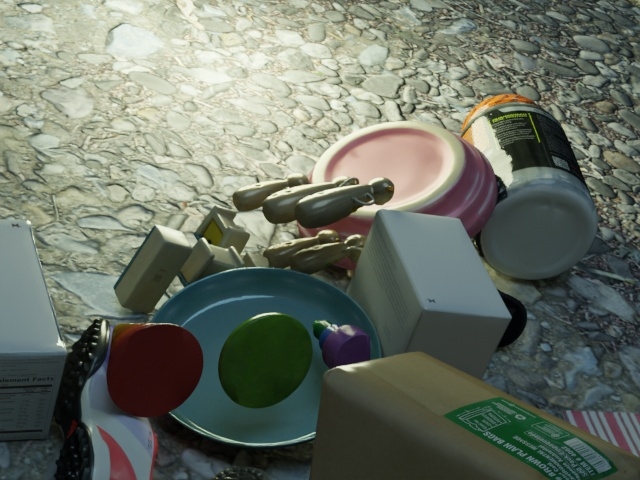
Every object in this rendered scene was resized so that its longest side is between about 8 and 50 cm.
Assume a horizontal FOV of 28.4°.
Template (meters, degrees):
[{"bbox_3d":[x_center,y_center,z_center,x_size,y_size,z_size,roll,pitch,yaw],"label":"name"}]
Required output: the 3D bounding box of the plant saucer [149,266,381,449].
[{"bbox_3d":[-0.078,0.159,1.689,0.318,0.043,0.317,2,44,-2],"label":"plant saucer"}]

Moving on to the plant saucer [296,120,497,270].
[{"bbox_3d":[0.116,-0.088,2.044,0.332,0.084,0.332,-9,40,8],"label":"plant saucer"}]

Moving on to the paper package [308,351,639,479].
[{"bbox_3d":[0.144,0.311,1.325,0.168,0.309,0.325,-13,28,-42],"label":"paper package"}]

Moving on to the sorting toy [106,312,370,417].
[{"bbox_3d":[-0.114,0.130,1.588,0.366,0.127,0.126,-1,21,-31],"label":"sorting toy"}]

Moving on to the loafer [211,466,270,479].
[{"bbox_3d":[-0.094,0.376,1.378,0.102,0.092,0.268,-1,45,17],"label":"loafer"}]

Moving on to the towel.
[{"bbox_3d":[0.454,0.307,1.822,0.197,0.029,0.144,5,35,-15],"label":"towel"}]

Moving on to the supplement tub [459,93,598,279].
[{"bbox_3d":[0.347,-0.104,2.203,0.207,0.207,0.338,12,34,-11],"label":"supplement tub"}]

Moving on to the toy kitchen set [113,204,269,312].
[{"bbox_3d":[-0.204,0.022,1.855,0.207,0.122,0.166,18,26,-41],"label":"toy kitchen set"}]

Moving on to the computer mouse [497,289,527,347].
[{"bbox_3d":[0.199,0.056,1.924,0.262,0.184,0.060,13,21,-10],"label":"computer mouse"}]

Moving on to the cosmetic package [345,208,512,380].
[{"bbox_3d":[0.133,0.113,1.757,0.138,0.224,0.224,5,36,-20],"label":"cosmetic package"}]

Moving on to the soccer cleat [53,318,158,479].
[{"bbox_3d":[-0.253,0.222,1.533,0.116,0.108,0.318,26,26,-26],"label":"soccer cleat"}]

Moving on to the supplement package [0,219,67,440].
[{"bbox_3d":[-0.444,0.105,1.550,0.204,0.145,0.262,1,36,-26],"label":"supplement package"}]

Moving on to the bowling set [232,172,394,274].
[{"bbox_3d":[0.000,0.000,1.897,0.154,0.199,0.287,-18,17,-25],"label":"bowling set"}]
